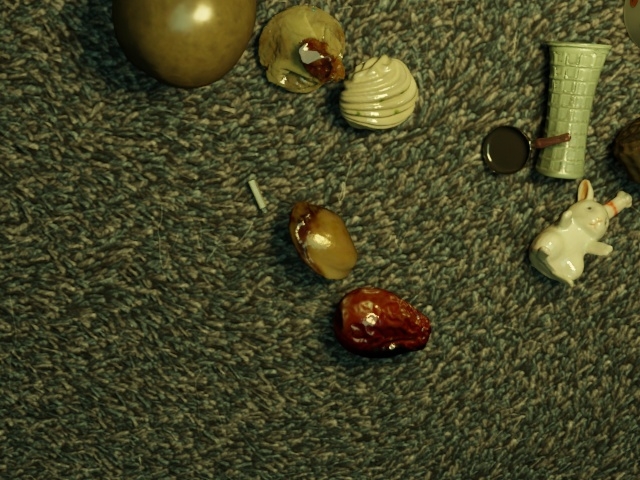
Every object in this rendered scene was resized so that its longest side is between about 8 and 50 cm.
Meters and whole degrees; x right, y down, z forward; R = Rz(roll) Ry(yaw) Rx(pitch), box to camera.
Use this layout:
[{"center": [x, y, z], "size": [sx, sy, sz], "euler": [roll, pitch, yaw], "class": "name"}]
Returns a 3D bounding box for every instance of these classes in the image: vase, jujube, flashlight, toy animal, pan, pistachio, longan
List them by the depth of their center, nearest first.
[{"center": [-0.275, -0.461, 1.656], "size": [0.297, 0.297, 0.297], "euler": [-1, 102, -5], "class": "longan"}, {"center": [0.559, -0.293, 1.832], "size": [0.143, 0.143, 0.298], "euler": [3, 104, -6], "class": "vase"}, {"center": [0.467, -0.216, 1.835], "size": [0.212, 0.040, 0.114], "euler": [-10, 96, 38], "class": "pan"}, {"center": [0.000, 0.000, 1.851], "size": [0.131, 0.165, 0.210], "euler": [-17, 122, 38], "class": "pistachio"}, {"center": [-0.143, -0.101, 1.869], "size": [0.018, 0.018, 0.083], "euler": [-24, 104, -1], "class": "flashlight"}, {"center": [0.609, -0.031, 1.889], "size": [0.140, 0.138, 0.282], "euler": [44, 94, -8], "class": "toy animal"}, {"center": [0.147, 0.198, 1.893], "size": [0.236, 0.168, 0.168], "euler": [14, 101, -14], "class": "jujube"}]

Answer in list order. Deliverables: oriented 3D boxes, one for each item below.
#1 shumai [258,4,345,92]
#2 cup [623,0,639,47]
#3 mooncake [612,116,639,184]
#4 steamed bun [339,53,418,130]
[{"center": [-0.035, -0.409, 1.760], "size": [0.201, 0.120, 0.201], "euler": [-2, 105, -6], "class": "shumai"}, {"center": [0.813, -0.497, 1.713], "size": [0.212, 0.317, 0.212], "euler": [-1, 103, -5], "class": "cup"}, {"center": [0.772, -0.225, 1.816], "size": [0.228, 0.228, 0.124], "euler": [-37, 105, 3], "class": "mooncake"}, {"center": [0.132, -0.312, 1.769], "size": [0.183, 0.106, 0.182], "euler": [-19, 140, -16], "class": "steamed bun"}]
